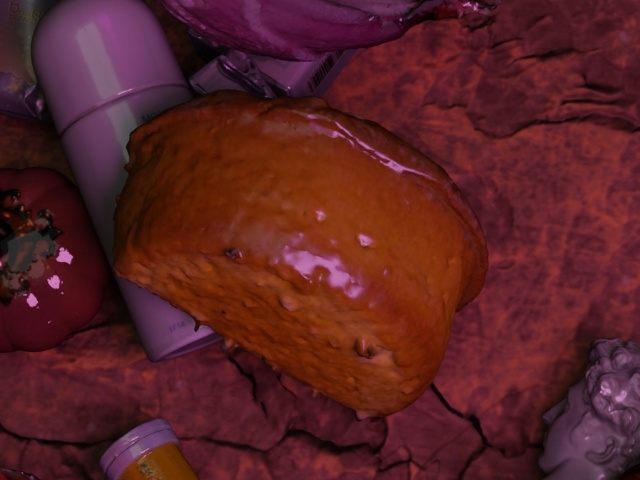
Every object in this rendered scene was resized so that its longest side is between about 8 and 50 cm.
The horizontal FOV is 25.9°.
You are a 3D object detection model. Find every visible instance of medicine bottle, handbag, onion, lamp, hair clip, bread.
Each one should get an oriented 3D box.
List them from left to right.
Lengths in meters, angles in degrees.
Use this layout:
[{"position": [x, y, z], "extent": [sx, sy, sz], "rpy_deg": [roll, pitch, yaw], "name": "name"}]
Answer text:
[{"position": [-0.282, 0.015, 1.298], "extent": [0.182, 0.140, 0.182], "rpy_deg": [-2, 72, 6], "name": "lamp"}, {"position": [-0.300, -0.210, 1.395], "extent": [0.117, 0.095, 0.173], "rpy_deg": [14, 90, 17], "name": "handbag"}, {"position": [-0.159, -0.069, 1.264], "extent": [0.130, 0.130, 0.341], "rpy_deg": [-23, 85, 2], "name": "medicine bottle"}, {"position": [-0.106, 0.261, 1.212], "extent": [0.074, 0.074, 0.218], "rpy_deg": [-37, 69, -4], "name": "medicine bottle"}, {"position": [-0.032, -0.083, 1.295], "extent": [0.218, 0.159, 0.071], "rpy_deg": [49, 43, -4], "name": "hair clip"}, {"position": [-0.017, -0.249, 1.257], "extent": [0.349, 0.159, 0.267], "rpy_deg": [30, 51, -14], "name": "onion"}, {"position": [0.000, 0.000, 1.143], "extent": [0.340, 0.179, 0.194], "rpy_deg": [32, 63, -16], "name": "bread"}]

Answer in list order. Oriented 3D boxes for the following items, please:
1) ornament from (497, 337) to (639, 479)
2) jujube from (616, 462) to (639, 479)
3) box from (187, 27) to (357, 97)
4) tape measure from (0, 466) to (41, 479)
[{"position": [0.209, 0.212, 1.144], "extent": [0.130, 0.120, 0.285], "rpy_deg": [36, 82, 15], "name": "ornament"}, {"position": [0.341, 0.268, 0.987], "extent": [0.223, 0.223, 0.318], "rpy_deg": [-38, 77, -4], "name": "jujube"}, {"position": [0.000, -0.264, 1.376], "extent": [0.135, 0.079, 0.269], "rpy_deg": [33, 80, 19], "name": "box"}, {"position": [-0.386, 0.315, 1.218], "extent": [0.265, 0.130, 0.258], "rpy_deg": [4, 68, 18], "name": "tape measure"}]
